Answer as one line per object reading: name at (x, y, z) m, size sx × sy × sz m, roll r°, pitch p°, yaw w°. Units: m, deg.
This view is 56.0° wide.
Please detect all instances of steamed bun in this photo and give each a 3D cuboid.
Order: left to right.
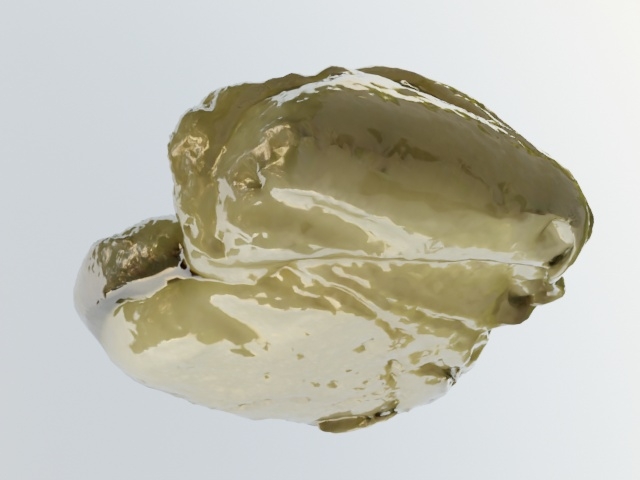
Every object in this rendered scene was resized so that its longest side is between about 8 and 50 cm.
steamed bun at (0.006, 0.000, 0.493) m, size 0.325 × 0.372 × 0.230 m, roll 25°, pitch -138°, yaw -32°
